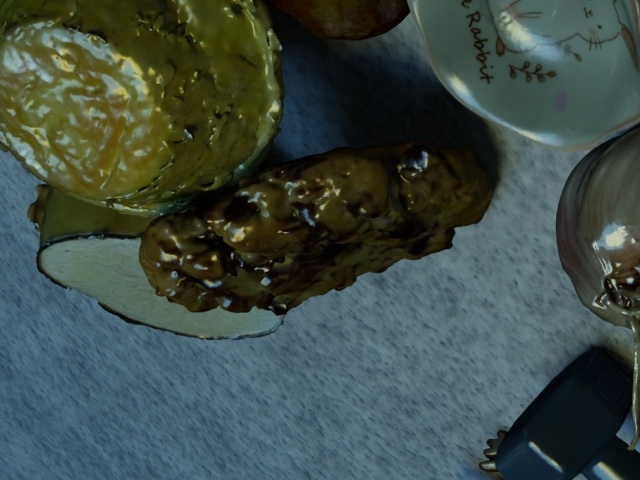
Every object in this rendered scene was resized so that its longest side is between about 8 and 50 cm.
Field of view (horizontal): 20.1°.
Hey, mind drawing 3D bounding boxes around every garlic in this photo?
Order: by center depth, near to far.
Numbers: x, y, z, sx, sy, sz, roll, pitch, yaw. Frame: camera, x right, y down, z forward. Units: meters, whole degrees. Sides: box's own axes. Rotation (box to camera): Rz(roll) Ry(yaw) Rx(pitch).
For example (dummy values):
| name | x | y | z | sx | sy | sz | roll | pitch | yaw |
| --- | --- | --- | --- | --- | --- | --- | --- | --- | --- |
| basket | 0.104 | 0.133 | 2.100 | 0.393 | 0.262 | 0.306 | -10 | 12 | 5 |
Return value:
| name | x | y | z | sx | sy | sz | roll | pitch | yaw |
| --- | --- | --- | --- | --- | --- | --- | --- | --- | --- |
| garlic | 0.304 | 0.032 | 1.473 | 0.207 | 0.207 | 0.257 | -30 | 66 | 58 |

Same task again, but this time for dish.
| name | x | y | z | sx | sy | sz | roll | pitch | yaw |
| --- | --- | --- | --- | --- | --- | --- | --- | --- | --- |
| dish | 0.183 | -0.183 | 1.446 | 0.229 | 0.081 | 0.229 | 25 | 142 | 21 |

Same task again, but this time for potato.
| name | x | y | z | sx | sy | sz | roll | pitch | yaw |
| --- | --- | --- | --- | --- | --- | --- | --- | --- | --- |
| potato | -0.148 | -0.028 | 1.930 | 0.246 | 0.196 | 0.299 | -11 | 150 | 38 |

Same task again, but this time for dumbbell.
| name | x | y | z | sx | sy | sz | roll | pitch | yaw |
| --- | --- | --- | --- | --- | --- | --- | --- | --- | --- |
| dumbbell | 0.331 | 0.259 | 1.766 | 0.316 | 0.156 | 0.143 | 41 | 178 | 4 |

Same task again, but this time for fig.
| name | x | y | z | sx | sy | sz | roll | pitch | yaw |
| --- | --- | --- | --- | --- | --- | --- | --- | --- | --- |
| fig | 0.010 | -0.265 | 1.455 | 0.170 | 0.145 | 0.274 | 39 | 170 | 9 |

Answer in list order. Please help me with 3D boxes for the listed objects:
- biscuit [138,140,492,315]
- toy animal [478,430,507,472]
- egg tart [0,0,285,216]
| name | x | y | z | sx | sy | sz | roll | pitch | yaw |
| --- | --- | --- | --- | --- | --- | --- | --- | --- | --- |
| biscuit | 0.000 | -0.001 | 1.672 | 0.289 | 0.334 | 0.081 | 83 | 172 | -73 |
| toy animal | 0.274 | 0.350 | 1.964 | 0.284 | 0.225 | 0.302 | -16 | 106 | 34 |
| egg tart | -0.189 | -0.143 | 1.573 | 0.341 | 0.132 | 0.341 | 14 | 131 | 17 |
